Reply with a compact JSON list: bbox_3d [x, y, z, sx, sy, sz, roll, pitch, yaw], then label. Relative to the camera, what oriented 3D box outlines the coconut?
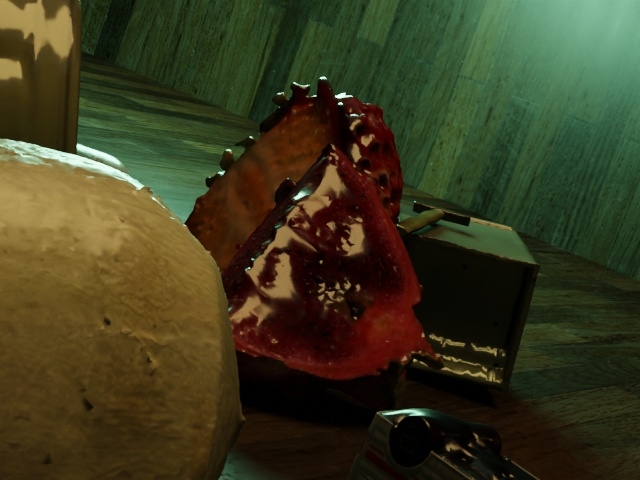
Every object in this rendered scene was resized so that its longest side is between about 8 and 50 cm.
[{"bbox_3d":[-0.154,0.068,0.818,0.247,0.245,0.245,15,9,-36],"label":"coconut"}]

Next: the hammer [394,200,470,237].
[{"bbox_3d":[0.103,-0.018,1.728,0.062,0.013,0.199,16,10,13],"label":"hammer"}]

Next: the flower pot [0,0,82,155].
[{"bbox_3d":[-0.288,-0.055,1.165,0.244,0.307,0.307,4,11,-10],"label":"flower pot"}]

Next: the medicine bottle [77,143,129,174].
[{"bbox_3d":[-0.307,-0.049,1.560,0.250,0.131,0.131,19,8,-5],"label":"medicine bottle"}]

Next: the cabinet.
[{"bbox_3d":[0.131,0.059,1.815,0.145,0.150,0.206,14,9,-3],"label":"cabinet"}]

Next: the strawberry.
[{"bbox_3d":[0.006,-0.017,1.739,0.150,0.253,0.280,31,2,-39],"label":"strawberry"}]

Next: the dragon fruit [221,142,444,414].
[{"bbox_3d":[-0.002,0.077,1.510,0.211,0.134,0.262,38,45,-1],"label":"dragon fruit"}]

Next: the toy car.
[{"bbox_3d":[0.107,0.190,1.085,0.209,0.108,0.089,32,12,39],"label":"toy car"}]
